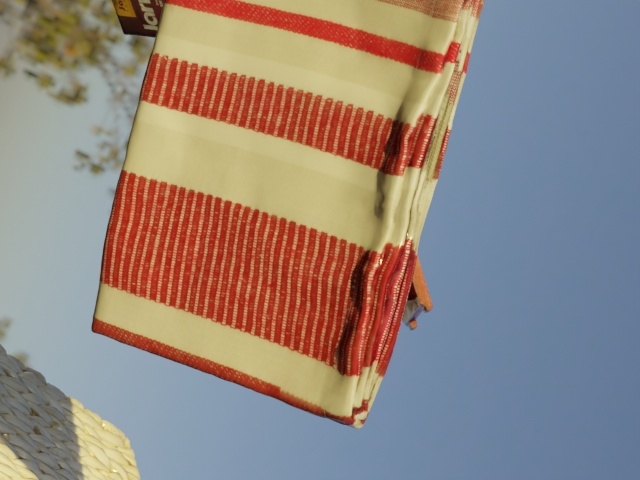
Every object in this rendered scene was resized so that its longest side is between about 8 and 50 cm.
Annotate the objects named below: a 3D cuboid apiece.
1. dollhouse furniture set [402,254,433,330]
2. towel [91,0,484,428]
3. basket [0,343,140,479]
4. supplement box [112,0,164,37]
[{"bbox_3d":[0.000,0.000,1.511,0.374,0.201,0.152,104,-28,-76],"label":"dollhouse furniture set"},{"bbox_3d":[-0.030,-0.067,1.056,0.037,0.237,0.329,5,101,-58],"label":"towel"},{"bbox_3d":[-0.359,0.286,1.500,0.331,0.328,0.266,-31,-136,14],"label":"basket"},{"bbox_3d":[-0.112,-0.250,1.537,0.188,0.104,0.081,11,-137,36],"label":"supplement box"}]
